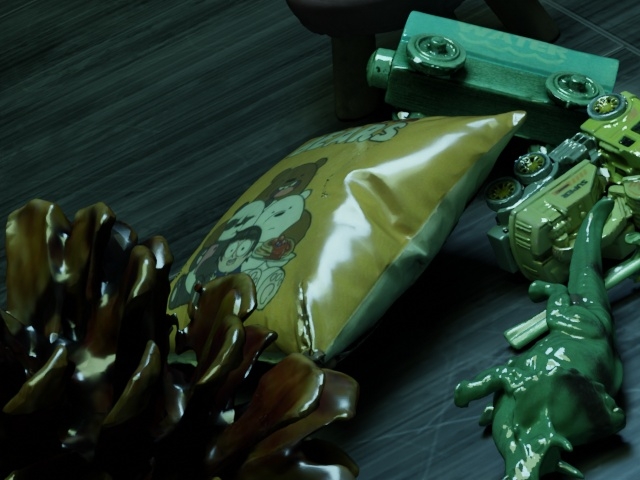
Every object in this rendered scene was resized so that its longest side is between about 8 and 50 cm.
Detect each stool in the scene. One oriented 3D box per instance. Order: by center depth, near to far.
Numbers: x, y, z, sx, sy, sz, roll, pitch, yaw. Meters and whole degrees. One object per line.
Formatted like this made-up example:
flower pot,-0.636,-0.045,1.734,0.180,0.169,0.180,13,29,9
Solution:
stool,0.108,-0.249,1.826,0.272,0.178,0.272,-18,29,10

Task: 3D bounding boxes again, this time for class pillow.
pillow,0.000,0.000,1.509,0.312,0.119,0.310,-48,20,-26

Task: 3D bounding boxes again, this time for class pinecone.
pinecone,-0.174,0.129,1.202,0.384,0.384,0.384,-17,29,10

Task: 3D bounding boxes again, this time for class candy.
candy,0.262,0.011,1.404,0.262,0.077,0.073,-32,44,-1

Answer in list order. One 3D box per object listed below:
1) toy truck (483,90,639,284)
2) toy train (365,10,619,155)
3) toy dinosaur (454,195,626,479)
toy truck,0.236,-0.037,1.474,0.191,0.085,0.116,-38,40,-19
toy train,0.170,-0.150,1.630,0.248,0.101,0.159,14,36,4
toy dinosaur,0.170,0.084,1.316,0.120,0.079,0.292,-8,38,15
